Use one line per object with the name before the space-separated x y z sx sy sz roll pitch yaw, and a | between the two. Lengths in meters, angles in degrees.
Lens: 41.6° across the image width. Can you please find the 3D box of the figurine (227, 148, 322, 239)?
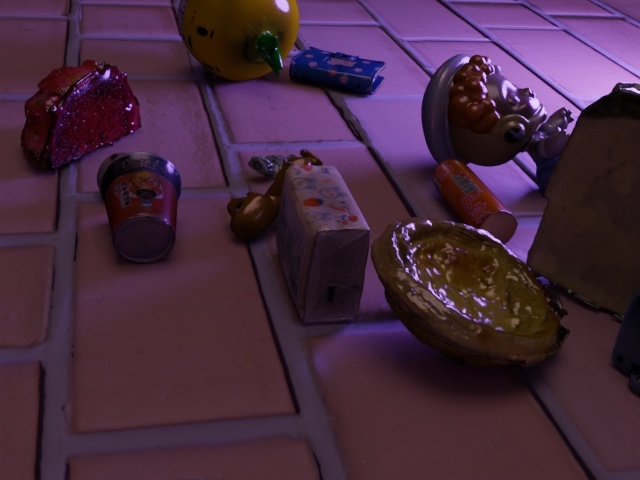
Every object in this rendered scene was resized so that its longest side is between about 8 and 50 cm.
figurine | -0.055 -0.050 1.294 0.176 0.121 0.122 -30 53 -20

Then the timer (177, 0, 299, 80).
timer | -0.152 -0.456 1.824 0.285 0.285 0.285 4 30 -2

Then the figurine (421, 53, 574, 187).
figurine | 0.348 -0.168 1.507 0.381 0.205 0.224 38 35 13

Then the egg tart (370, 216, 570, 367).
egg tart | 0.185 0.073 1.090 0.278 0.095 0.279 20 33 -14

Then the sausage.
sausage | 0.245 -0.075 1.405 0.071 0.071 0.234 -4 31 -16

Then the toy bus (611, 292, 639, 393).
toy bus | 0.487 0.156 1.009 0.134 0.114 0.246 -10 31 -36

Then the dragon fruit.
dragon fruit | -0.444 -0.223 1.489 0.189 0.163 0.262 -10 21 31

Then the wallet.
wallet | 0.041 -0.391 1.927 0.202 0.059 0.141 14 29 14

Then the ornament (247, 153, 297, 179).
ornament | -0.081 -0.131 1.478 0.068 0.041 0.092 21 23 14

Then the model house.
model house | 0.485 -0.068 1.213 0.261 0.321 0.266 29 35 23

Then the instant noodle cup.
instant noodle cup | -0.260 -0.042 1.226 0.127 0.127 0.136 -2 39 -13

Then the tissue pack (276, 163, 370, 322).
tissue pack | 0.000 0.000 1.157 0.092 0.148 0.196 -1 31 -16

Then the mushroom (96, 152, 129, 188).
mushroom | -0.315 -0.099 1.360 0.085 0.085 0.079 13 2 12
